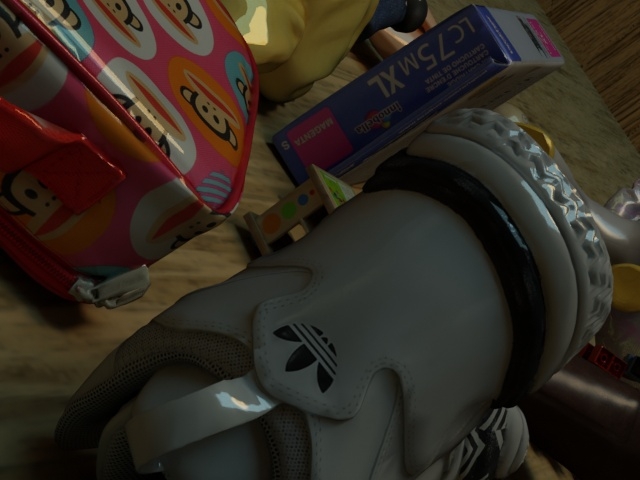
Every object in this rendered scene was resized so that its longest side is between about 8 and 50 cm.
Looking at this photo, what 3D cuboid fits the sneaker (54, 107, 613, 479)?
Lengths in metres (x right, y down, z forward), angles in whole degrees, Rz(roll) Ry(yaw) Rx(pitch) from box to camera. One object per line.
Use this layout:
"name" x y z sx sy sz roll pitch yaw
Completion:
"sneaker" -0.007 0.086 0.726 0.137 0.210 0.366 53 -19 15

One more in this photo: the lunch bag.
"lunch bag" -0.153 -0.115 0.735 0.293 0.120 0.258 47 19 -23

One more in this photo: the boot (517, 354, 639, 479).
"boot" 0.160 0.116 1.110 0.207 0.090 0.248 26 8 -46

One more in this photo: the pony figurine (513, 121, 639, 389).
"pony figurine" 0.290 0.009 1.400 0.351 0.302 0.363 19 -1 7

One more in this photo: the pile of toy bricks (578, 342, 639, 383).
"pile of toy bricks" 0.250 0.164 1.329 0.212 0.118 0.105 35 -11 -25

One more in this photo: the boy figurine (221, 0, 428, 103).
"boy figurine" -0.011 -0.174 1.178 0.092 0.177 0.285 38 38 19

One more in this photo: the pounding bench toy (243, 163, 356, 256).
"pounding bench toy" 0.000 0.000 1.009 0.083 0.065 0.052 26 32 -56

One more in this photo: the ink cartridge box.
"ink cartridge box" 0.079 -0.110 1.216 0.065 0.186 0.311 58 18 1

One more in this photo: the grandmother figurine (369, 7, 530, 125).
"grandmother figurine" 0.112 -0.179 1.582 0.342 0.104 0.208 44 29 -22
